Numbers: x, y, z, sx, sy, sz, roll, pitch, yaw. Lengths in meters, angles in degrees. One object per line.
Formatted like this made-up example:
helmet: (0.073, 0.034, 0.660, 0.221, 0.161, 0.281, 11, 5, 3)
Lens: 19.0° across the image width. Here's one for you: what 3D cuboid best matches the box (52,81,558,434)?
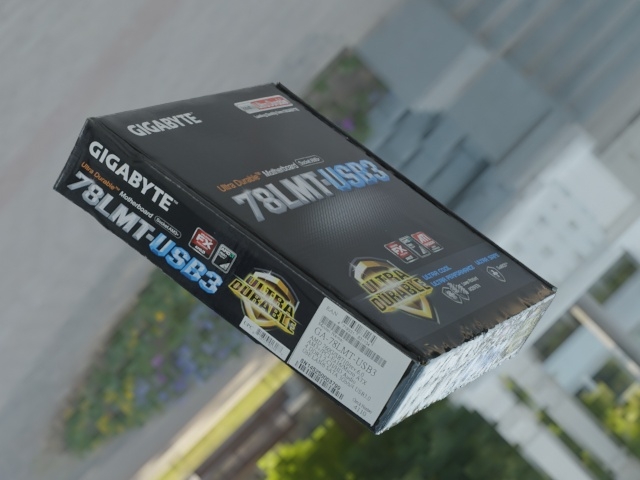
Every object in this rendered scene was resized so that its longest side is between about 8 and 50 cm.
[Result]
box: (0.000, 0.000, 1.400, 0.073, 0.293, 0.295, -58, 163, 21)
